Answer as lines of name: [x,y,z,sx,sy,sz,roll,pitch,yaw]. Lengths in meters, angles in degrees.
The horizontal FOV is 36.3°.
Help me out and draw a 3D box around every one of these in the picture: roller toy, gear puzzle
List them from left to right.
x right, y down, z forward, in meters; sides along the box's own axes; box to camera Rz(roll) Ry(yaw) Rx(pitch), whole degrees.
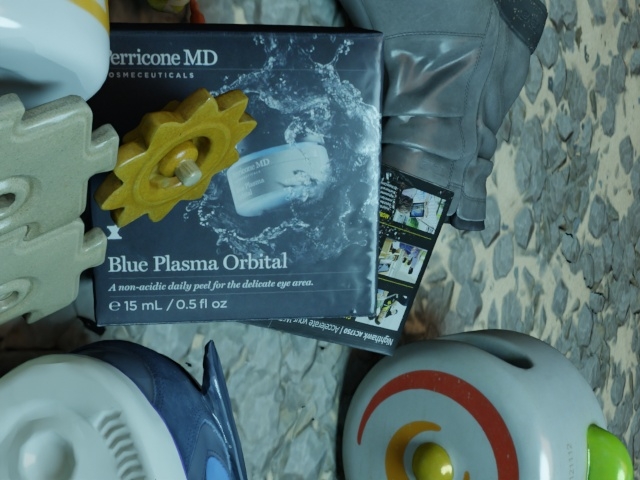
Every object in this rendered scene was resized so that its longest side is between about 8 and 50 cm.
gear puzzle: [-0.167,0.001,0.390,0.339,0.044,0.175,-28,160,-29]
roller toy: [0.119,0.172,0.788,0.146,0.209,0.191,-1,55,-53]

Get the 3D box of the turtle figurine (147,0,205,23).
turtle figurine: [-0.095,-0.230,0.551,0.217,0.087,0.270,5,89,-53]

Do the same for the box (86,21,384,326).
box: [-0.050,-0.041,0.548,0.156,0.093,0.158,-2,104,-9]

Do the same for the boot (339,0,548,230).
boot: [0.064,-0.127,0.758,0.338,0.118,0.223,19,86,-45]

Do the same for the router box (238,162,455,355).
router box: [0.000,0.000,0.679,0.179,0.046,0.133,18,94,-39]

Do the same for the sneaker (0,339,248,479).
sneaker: [-0.073,0.209,0.510,0.236,0.130,0.323,60,13,-80]

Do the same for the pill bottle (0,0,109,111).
pill bottle: [-0.164,-0.189,0.374,0.152,0.152,0.272,3,81,-53]
